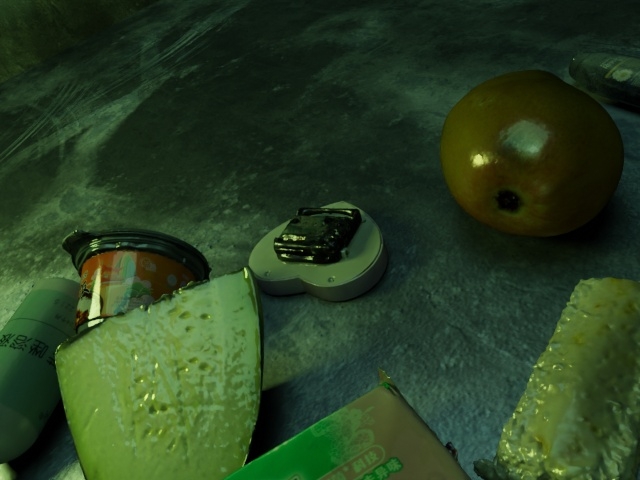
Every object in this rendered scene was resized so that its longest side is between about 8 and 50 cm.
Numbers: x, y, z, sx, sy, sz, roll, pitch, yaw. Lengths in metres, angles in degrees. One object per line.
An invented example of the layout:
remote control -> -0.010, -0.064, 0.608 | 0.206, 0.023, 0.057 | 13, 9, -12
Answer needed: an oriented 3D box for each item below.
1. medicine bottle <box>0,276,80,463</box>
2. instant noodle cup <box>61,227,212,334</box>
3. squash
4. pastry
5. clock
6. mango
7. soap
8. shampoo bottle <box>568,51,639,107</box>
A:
medicine bottle -> -0.389, 0.202, 0.741 | 0.110, 0.110, 0.351 | -7, 39, 20
instant noodle cup -> -0.240, 0.082, 0.782 | 0.177, 0.208, 0.125 | -43, 39, 49
squash -> -0.148, 0.171, 0.626 | 0.237, 0.204, 0.155 | -22, 13, 0
pastry -> 0.253, 0.126, 0.536 | 0.122, 0.089, 0.258 | 26, 60, 30
clock -> 0.000, 0.000, 0.836 | 0.198, 0.064, 0.172 | 4, 45, 30
mango -> 0.261, -0.128, 0.779 | 0.212, 0.172, 0.317 | -9, 32, 16
soap -> -0.007, 0.249, 0.501 | 0.273, 0.098, 0.218 | -27, 30, -11
shampoo bottle -> 0.475, -0.237, 0.900 | 0.087, 0.049, 0.234 | -33, 38, -11
